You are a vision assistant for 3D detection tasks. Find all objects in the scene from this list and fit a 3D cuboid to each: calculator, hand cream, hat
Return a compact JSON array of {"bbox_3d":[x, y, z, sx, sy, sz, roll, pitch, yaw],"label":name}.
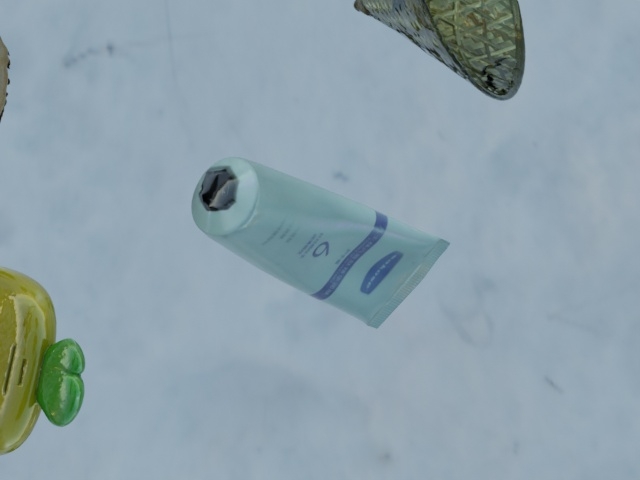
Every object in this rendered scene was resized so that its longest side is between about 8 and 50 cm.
[{"bbox_3d":[-0.272,0.089,1.412,0.235,0.032,0.146,10,88,35],"label":"calculator"},{"bbox_3d":[0.000,0.000,1.613,0.109,0.067,0.321,-50,146,10],"label":"hand cream"},{"bbox_3d":[0.046,-0.132,0.955,0.067,0.146,0.146,-17,111,25],"label":"hat"}]

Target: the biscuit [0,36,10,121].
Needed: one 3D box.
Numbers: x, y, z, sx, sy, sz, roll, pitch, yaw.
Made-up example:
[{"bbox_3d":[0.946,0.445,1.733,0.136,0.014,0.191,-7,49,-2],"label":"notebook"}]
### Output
[{"bbox_3d":[-0.217,-0.172,0.913,0.216,0.047,0.339,-29,135,-36],"label":"biscuit"}]
